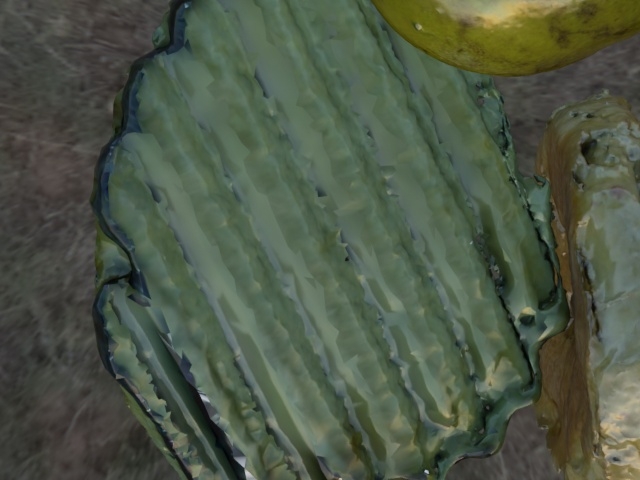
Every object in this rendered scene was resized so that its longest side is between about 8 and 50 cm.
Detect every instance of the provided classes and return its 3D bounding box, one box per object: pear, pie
[{"bbox_3d":[0.066,-0.110,0.528,0.131,0.107,0.107,35,96,-31],"label":"pear"},{"bbox_3d":[0.221,0.052,1.244,0.083,0.339,0.340,-1,96,-5],"label":"pie"}]

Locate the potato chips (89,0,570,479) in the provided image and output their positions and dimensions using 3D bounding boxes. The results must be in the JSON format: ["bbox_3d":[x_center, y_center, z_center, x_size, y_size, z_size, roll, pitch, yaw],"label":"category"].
[{"bbox_3d":[0.000,0.000,1.099,0.358,0.070,0.429,-30,109,-12],"label":"potato chips"}]
